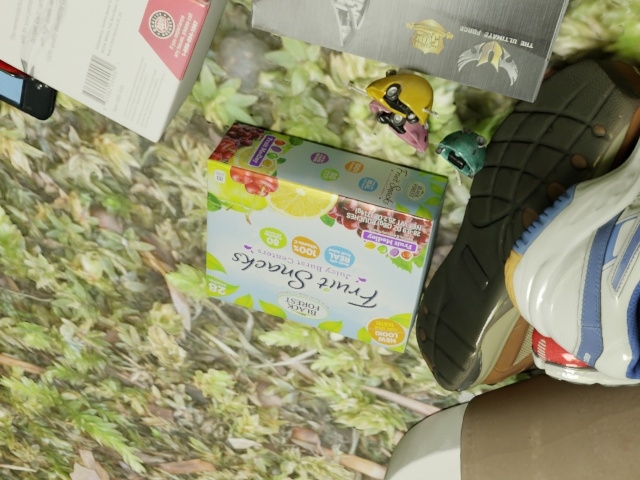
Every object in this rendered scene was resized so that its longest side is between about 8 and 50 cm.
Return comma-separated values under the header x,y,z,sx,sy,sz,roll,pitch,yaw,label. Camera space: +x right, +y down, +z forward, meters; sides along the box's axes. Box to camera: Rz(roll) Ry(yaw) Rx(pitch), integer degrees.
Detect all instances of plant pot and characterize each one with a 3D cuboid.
x,y,z,sx,sy,sz,roll,pitch,yaw,label
0.246,0.204,0.836,0.229,0.263,0.263,-7,127,18,plant pot

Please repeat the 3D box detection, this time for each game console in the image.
x,y,z,sx,sy,sz,roll,pitch,yaw,label
-0.320,-0.161,0.889,0.144,0.085,0.124,28,138,-2,game console

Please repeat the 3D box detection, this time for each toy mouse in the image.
x,y,z,sx,sy,sz,roll,pitch,yaw,label
0.089,-0.092,0.788,0.143,0.031,0.161,40,176,-39,toy mouse

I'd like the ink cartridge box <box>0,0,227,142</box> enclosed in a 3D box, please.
x,y,z,sx,sy,sz,roll,pitch,yaw,label
-0.194,-0.205,0.797,0.218,0.092,0.158,27,134,-4,ink cartridge box

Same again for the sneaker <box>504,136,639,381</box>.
x,y,z,sx,sy,sz,roll,pitch,yaw,label
0.266,-0.032,0.655,0.296,0.131,0.112,-51,137,9,sneaker

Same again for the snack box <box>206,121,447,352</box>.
x,y,z,sx,sy,sz,roll,pitch,yaw,label
0.000,0.000,0.911,0.207,0.070,0.174,17,133,10,snack box

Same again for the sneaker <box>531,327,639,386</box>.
x,y,z,sx,sy,sz,roll,pitch,yaw,label
0.282,0.018,0.746,0.279,0.107,0.118,-22,113,-4,sneaker

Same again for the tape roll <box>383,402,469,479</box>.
x,y,z,sx,sy,sz,roll,pitch,yaw,label
0.253,0.330,1.096,0.392,0.072,0.392,12,132,14,tape roll

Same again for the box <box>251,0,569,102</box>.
x,y,z,sx,sy,sz,roll,pitch,yaw,label
0.069,-0.215,0.701,0.231,0.056,0.183,17,133,8,box

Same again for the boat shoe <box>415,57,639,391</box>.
x,y,z,sx,sy,sz,roll,pitch,yaw,label
0.189,-0.003,0.813,0.120,0.122,0.324,4,132,-24,boat shoe
